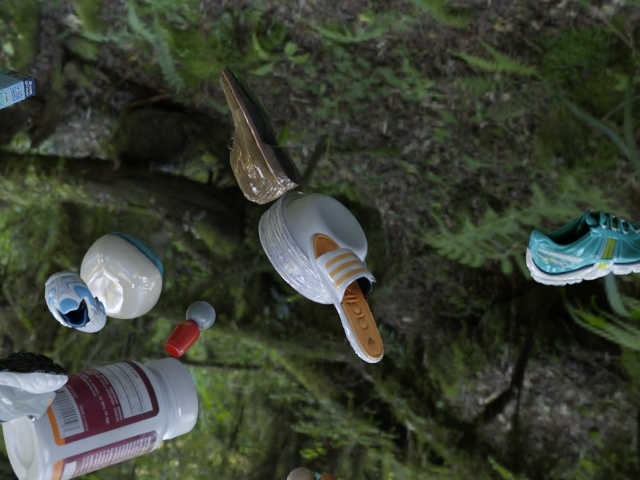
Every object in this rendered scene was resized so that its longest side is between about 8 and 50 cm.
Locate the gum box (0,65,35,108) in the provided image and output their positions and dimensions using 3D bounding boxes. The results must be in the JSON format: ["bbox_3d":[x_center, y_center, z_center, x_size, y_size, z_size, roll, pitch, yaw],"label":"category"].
[{"bbox_3d":[-0.668,-0.286,1.563,0.156,0.184,0.041,20,126,21],"label":"gum box"}]

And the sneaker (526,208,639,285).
[{"bbox_3d":[0.491,-0.001,1.417,0.275,0.110,0.107,-14,-156,-2],"label":"sneaker"}]

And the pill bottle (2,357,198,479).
[{"bbox_3d":[-0.493,0.399,1.877,0.392,0.224,0.224,-9,178,-41],"label":"pill bottle"}]

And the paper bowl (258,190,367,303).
[{"bbox_3d":[0.000,0.000,1.994,0.284,0.284,0.148,24,127,-41],"label":"paper bowl"}]

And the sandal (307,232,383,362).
[{"bbox_3d":[0.070,0.093,1.527,0.076,0.265,0.102,-35,164,34],"label":"sandal"}]

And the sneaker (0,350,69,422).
[{"bbox_3d":[-0.492,0.218,1.203,0.100,0.108,0.271,24,180,35],"label":"sneaker"}]

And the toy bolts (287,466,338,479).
[{"bbox_3d":[-0.046,0.571,1.585,0.158,0.218,0.228,36,-155,2],"label":"toy bolts"}]

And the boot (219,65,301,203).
[{"bbox_3d":[-0.154,-0.215,1.677,0.115,0.305,0.112,-32,161,23],"label":"boot"}]

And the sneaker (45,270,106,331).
[{"bbox_3d":[-0.446,0.133,1.514,0.085,0.086,0.237,-15,158,-6],"label":"sneaker"}]

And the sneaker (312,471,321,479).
[{"bbox_3d":[-0.062,0.565,1.792,0.065,0.166,0.076,42,176,-20],"label":"sneaker"}]

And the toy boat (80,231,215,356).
[{"bbox_3d":[-0.388,0.116,1.851,0.318,0.148,0.267,42,141,-7],"label":"toy boat"}]
